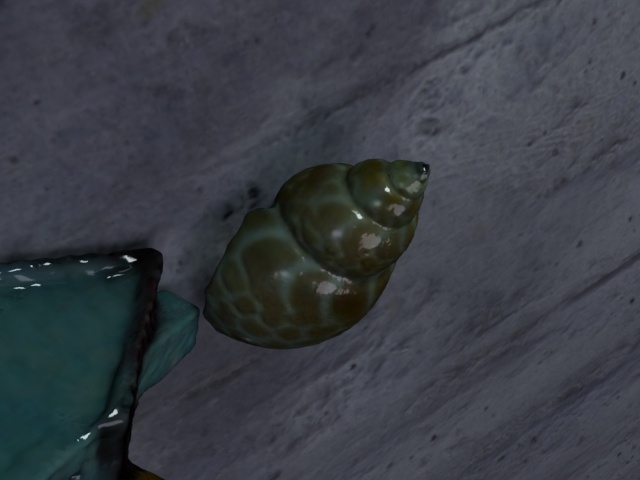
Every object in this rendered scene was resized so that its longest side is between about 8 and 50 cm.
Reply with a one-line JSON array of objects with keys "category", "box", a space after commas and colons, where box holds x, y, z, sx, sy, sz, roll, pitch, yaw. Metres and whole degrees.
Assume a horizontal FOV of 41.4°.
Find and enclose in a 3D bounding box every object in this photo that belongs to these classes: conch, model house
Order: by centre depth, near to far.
[{"category": "model house", "box": [-0.162, 0.170, 0.529, 0.249, 0.230, 0.280, -32, 147, -53]}, {"category": "conch", "box": [-0.001, 0.013, 0.585, 0.173, 0.106, 0.116, -45, 140, -3]}]
